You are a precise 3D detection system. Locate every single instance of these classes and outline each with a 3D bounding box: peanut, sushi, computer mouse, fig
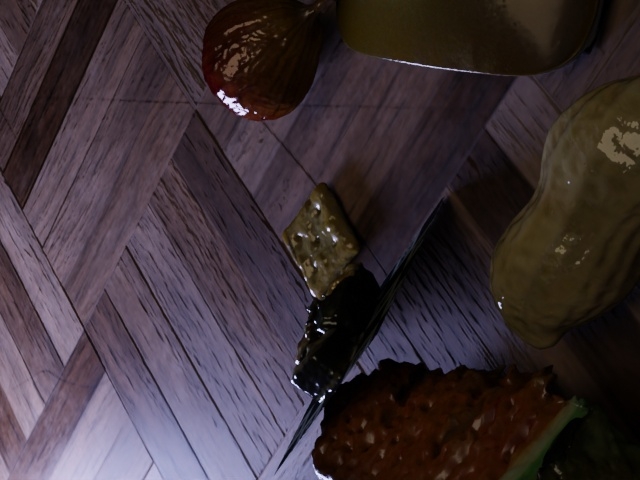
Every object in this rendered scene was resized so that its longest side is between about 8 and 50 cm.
[{"bbox_3d":[0.204,-0.026,1.189,0.123,0.123,0.257,61,137,30],"label":"peanut"},{"bbox_3d":[0.013,0.065,1.358,0.050,0.215,0.192,32,126,-2],"label":"sushi"},{"bbox_3d":[0.107,-0.223,1.336,0.310,0.072,0.158,17,106,49],"label":"computer mouse"},{"bbox_3d":[-0.051,-0.175,1.482,0.153,0.119,0.119,146,117,-69],"label":"fig"}]

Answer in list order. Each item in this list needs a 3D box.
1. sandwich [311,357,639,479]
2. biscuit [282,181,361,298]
[{"bbox_3d":[0.113,0.199,1.283,0.250,0.162,0.301,-44,31,2],"label":"sandwich"},{"bbox_3d":[0.000,0.000,1.512,0.081,0.018,0.083,-52,54,37],"label":"biscuit"}]
